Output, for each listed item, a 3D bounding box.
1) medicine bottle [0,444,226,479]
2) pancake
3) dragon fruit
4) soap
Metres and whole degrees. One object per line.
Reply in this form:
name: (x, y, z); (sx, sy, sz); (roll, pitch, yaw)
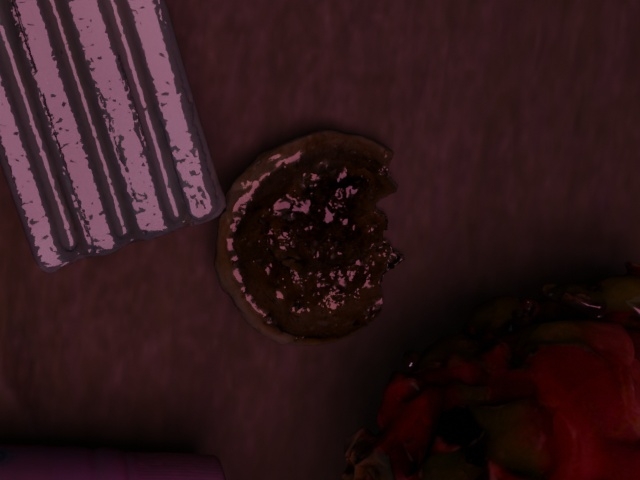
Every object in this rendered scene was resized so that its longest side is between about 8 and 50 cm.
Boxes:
medicine bottle: (-0.184, 0.189, 0.958); (0.254, 0.152, 0.152); (3, 104, -11)
pancake: (-0.006, 0.000, 1.000); (0.116, 0.022, 0.129); (-12, 108, -19)
dragon fruit: (0.160, 0.147, 0.974); (0.303, 0.237, 0.231); (-12, 127, -18)
soap: (-0.132, -0.093, 0.941); (0.114, 0.063, 0.198); (-16, 106, -5)
